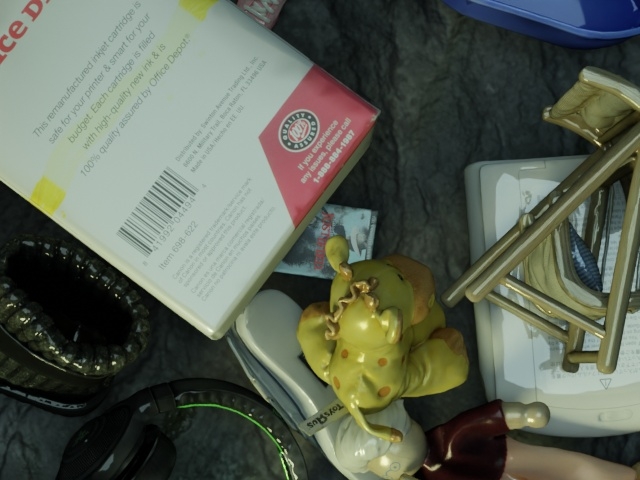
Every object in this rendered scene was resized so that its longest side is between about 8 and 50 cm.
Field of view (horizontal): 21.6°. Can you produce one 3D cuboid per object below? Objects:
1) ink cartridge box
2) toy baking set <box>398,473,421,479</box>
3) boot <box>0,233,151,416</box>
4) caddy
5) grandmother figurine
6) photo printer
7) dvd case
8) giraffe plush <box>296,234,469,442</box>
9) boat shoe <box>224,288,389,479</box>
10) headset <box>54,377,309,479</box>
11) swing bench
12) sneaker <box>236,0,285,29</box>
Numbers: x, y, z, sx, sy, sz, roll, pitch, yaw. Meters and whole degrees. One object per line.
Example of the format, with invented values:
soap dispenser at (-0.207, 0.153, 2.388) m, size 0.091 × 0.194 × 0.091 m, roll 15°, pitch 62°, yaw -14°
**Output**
ink cartridge box at (-0.175, -0.123, 1.697) m, size 0.385 × 0.160 × 0.279 m, roll 37°, pitch 86°, yaw 3°
toy baking set at (0.154, 0.332, 1.782) m, size 0.256 × 0.197 × 0.030 m, roll 20°, pitch 50°, yaw 4°
boot at (-0.353, 0.071, 1.724) m, size 0.348 × 0.260 × 0.131 m, roll 14°, pitch 71°, yaw -8°
caddy at (0.256, -0.347, 1.830) m, size 0.341 × 0.179 × 0.241 m, roll 17°, pitch 84°, yaw 1°
grandmother figurine at (0.182, 0.241, 1.775) m, size 0.342 × 0.104 × 0.208 m, roll 15°, pitch 123°, yaw -10°
photo printer at (0.294, 0.060, 1.832) m, size 0.256 × 0.107 × 0.307 m, roll -5°, pitch 86°, yaw -1°
dvd case at (0.000, 0.000, 1.879) m, size 0.119 × 0.013 × 0.087 m, roll 9°, pitch 85°, yaw -1°
giraffe plush at (0.054, 0.079, 1.689) m, size 0.181 × 0.170 × 0.210 m, roll 25°, pitch 47°, yaw 20°
boat shoe at (-0.012, 0.167, 1.826) m, size 0.267 × 0.088 × 0.096 m, roll 47°, pitch 62°, yaw -15°
headset at (-0.211, 0.287, 1.792) m, size 0.394 × 0.185 × 0.243 m, roll -19°, pitch 105°, yaw -9°
swing bench at (0.257, -0.015, 1.657) m, size 0.165 × 0.253 × 0.254 m, roll 29°, pitch 87°, yaw 2°
sneaker at (-0.056, -0.285, 1.874) m, size 0.051 × 0.070 × 0.134 m, roll 33°, pitch 87°, yaw 0°
